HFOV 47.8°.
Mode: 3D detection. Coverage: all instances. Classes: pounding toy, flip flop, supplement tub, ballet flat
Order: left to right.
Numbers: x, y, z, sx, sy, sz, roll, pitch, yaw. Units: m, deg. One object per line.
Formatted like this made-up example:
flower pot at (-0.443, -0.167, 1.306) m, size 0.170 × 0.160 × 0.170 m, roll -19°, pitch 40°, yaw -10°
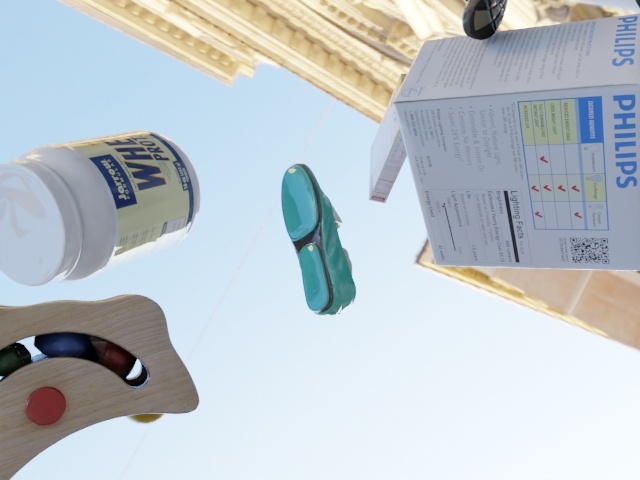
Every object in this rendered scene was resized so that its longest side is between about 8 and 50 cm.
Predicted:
pounding toy at (-0.224, 0.122, 0.532) m, size 0.269 × 0.155 × 0.154 m, roll -3°, pitch -93°, yaw -19°
supplement tub at (-0.390, -0.060, 1.251) m, size 0.325 × 0.235 × 0.235 m, roll -27°, pitch -49°, yaw -59°
ballet flat at (0.000, 0.000, 1.118) m, size 0.087 × 0.083 × 0.247 m, roll 9°, pitch -118°, yaw -47°
flip flop at (0.271, -0.435, 1.184) m, size 0.112 × 0.080 × 0.277 m, roll 75°, pitch -147°, yaw -56°

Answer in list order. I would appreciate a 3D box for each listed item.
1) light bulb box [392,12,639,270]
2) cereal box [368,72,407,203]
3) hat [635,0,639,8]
light bulb box at (0.353, -0.149, 1.201) m, size 0.225 × 0.361 × 0.358 m, roll -63°, pitch -36°, yaw -42°
cereal box at (0.159, -0.220, 1.586) m, size 0.047 × 0.173 × 0.240 m, roll 11°, pitch -37°, yaw -7°
hat at (0.598, -0.505, 1.193) m, size 0.134 × 0.331 × 0.331 m, roll -11°, pitch -62°, yaw -26°
